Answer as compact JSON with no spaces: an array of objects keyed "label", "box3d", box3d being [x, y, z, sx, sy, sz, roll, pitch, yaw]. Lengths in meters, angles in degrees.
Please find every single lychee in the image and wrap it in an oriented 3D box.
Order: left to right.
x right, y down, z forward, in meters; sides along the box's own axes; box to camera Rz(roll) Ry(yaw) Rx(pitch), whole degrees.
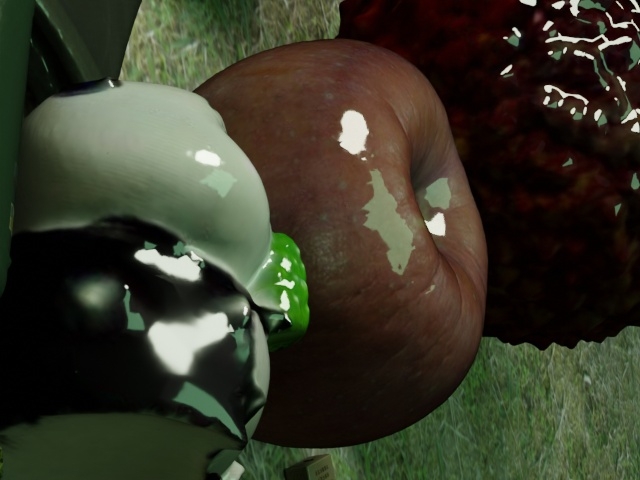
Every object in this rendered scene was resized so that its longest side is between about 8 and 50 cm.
[{"label":"lychee","box3d":[0.213,-0.123,1.681,0.424,0.500,0.425,15,54,-22]}]

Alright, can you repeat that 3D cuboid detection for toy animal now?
[{"label":"toy animal","box3d":[-0.112,0.033,1.196,0.212,0.212,0.267,52,40,-48]}]

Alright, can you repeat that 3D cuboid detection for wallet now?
[{"label":"wallet","box3d":[-0.179,-0.207,1.354,0.245,0.052,0.168,-77,148,-52]}]

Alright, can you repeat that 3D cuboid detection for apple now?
[{"label":"apple","box3d":[-0.009,0.004,1.417,0.306,0.235,0.306,-13,90,-69]}]

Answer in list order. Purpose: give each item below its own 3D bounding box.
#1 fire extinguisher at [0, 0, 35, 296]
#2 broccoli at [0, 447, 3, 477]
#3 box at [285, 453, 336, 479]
[{"label":"fire extinguisher","box3d":[-0.223,-0.045,1.120,0.114,0.095,0.311,101,-9,-62]},{"label":"broccoli","box3d":[-0.237,0.087,0.978,0.146,0.138,0.162,-25,100,-32]},{"label":"box","box3d":[-0.002,0.225,1.604,0.053,0.024,0.083,-13,94,-67]}]
